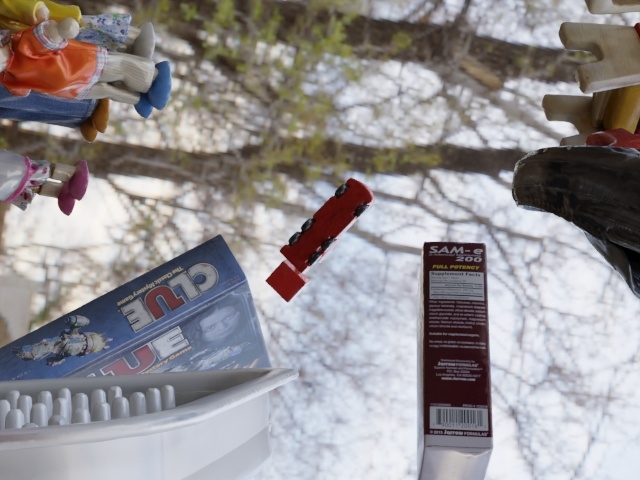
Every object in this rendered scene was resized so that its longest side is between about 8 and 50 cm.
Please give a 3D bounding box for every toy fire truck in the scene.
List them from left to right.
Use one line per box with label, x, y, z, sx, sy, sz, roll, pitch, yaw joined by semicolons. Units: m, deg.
toy fire truck;0.000;0.000;1.621;0.192;0.047;0.135;-46;173;4

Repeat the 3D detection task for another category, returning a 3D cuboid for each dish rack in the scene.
dish rack;-0.184;0.096;0.476;0.285;0.332;0.072;24;62;-82

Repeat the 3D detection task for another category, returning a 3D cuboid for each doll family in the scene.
doll family;-0.221;-0.117;0.847;0.263;0.163;0.118;-39;-132;51

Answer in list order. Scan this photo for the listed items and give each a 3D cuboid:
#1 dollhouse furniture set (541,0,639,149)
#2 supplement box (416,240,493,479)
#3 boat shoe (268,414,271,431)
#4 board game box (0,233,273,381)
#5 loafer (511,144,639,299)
dollhouse furniture set;0.292;-0.167;0.894;0.374;0.152;0.201;93;-11;-51
supplement box;0.140;0.134;1.294;0.130;0.073;0.239;89;3;-57
boat shoe;-0.107;0.140;1.108;0.049;0.142;0.040;-152;-95;-78
board game box;-0.156;0.103;0.845;0.042;0.243;0.165;57;-11;26
loafer;0.169;-0.008;0.631;0.223;0.076;0.078;-163;-102;-64
